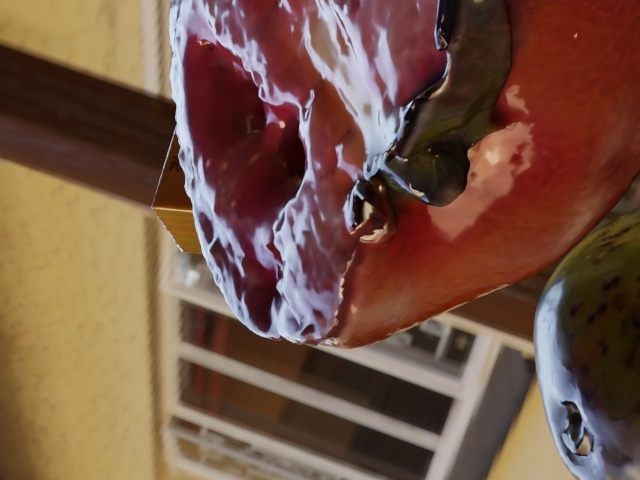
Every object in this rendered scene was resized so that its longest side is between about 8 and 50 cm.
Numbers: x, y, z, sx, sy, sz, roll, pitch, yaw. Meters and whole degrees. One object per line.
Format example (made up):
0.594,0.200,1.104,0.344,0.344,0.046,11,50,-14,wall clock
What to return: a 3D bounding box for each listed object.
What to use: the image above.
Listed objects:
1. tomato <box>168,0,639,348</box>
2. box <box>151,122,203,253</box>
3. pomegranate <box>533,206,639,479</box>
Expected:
0.052,-0.122,0.682,0.334,0.176,0.289,109,146,-44,tomato
0.002,-0.102,0.953,0.070,0.152,0.237,65,-146,-56,box
0.279,0.072,0.963,0.231,0.286,0.230,-24,-90,-83,pomegranate
